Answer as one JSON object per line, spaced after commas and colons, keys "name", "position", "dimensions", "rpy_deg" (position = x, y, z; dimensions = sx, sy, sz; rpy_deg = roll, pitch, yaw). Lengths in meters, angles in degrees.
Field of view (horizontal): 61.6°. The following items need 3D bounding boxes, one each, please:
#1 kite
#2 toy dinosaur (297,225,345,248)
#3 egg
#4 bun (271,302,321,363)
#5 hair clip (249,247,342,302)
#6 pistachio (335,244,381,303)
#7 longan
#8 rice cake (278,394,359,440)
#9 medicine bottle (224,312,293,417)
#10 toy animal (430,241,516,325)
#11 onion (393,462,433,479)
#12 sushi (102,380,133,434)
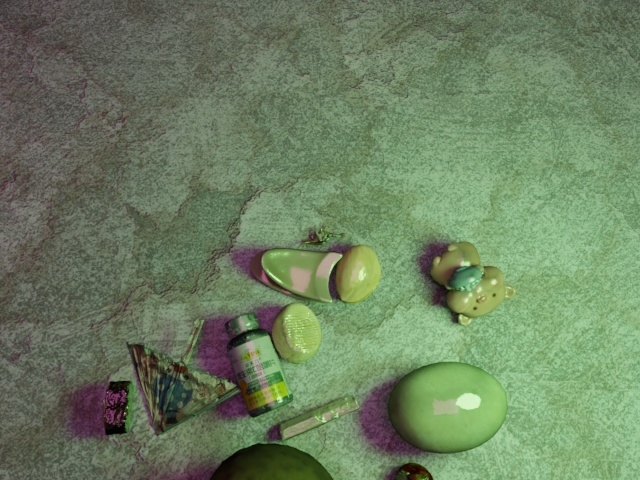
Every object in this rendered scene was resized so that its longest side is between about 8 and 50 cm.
{"name": "kite", "position": [-0.427, 0.405, 1.604], "dimensions": [0.406, 0.014, 0.368], "rpy_deg": [18, 84, 14]}
{"name": "toy dinosaur", "position": [-0.005, -0.014, 1.816], "dimensions": [0.180, 0.037, 0.058], "rpy_deg": [-19, 70, -12]}
{"name": "egg", "position": [0.373, 0.488, 1.578], "dimensions": [0.352, 0.258, 0.258], "rpy_deg": [0, 72, -7]}
{"name": "bun", "position": [-0.079, 0.290, 1.660], "dimensions": [0.164, 0.111, 0.188], "rpy_deg": [-4, 65, -43]}
{"name": "hair clip", "position": [-0.089, 0.099, 1.741], "dimensions": [0.282, 0.113, 0.172], "rpy_deg": [14, 73, -6]}
{"name": "pistachio", "position": [0.122, 0.108, 1.745], "dimensions": [0.145, 0.117, 0.200], "rpy_deg": [12, 70, 11]}
{"name": "longan", "position": [-0.132, 0.730, 1.390], "dimensions": [0.391, 0.391, 0.391], "rpy_deg": [2, 72, -5]}
{"name": "rice cake", "position": [-0.004, 0.537, 1.624], "dimensions": [0.256, 0.057, 0.052], "rpy_deg": [-20, 101, -11]}
{"name": "medicine bottle", "position": [-0.194, 0.369, 1.616], "dimensions": [0.141, 0.141, 0.293], "rpy_deg": [-20, 74, -12]}
{"name": "toy animal", "position": [0.473, 0.129, 1.750], "dimensions": [0.210, 0.229, 0.221], "rpy_deg": [-39, 35, 11]}
{"name": "onion", "position": [0.282, 0.711, 1.572], "dimensions": [0.119, 0.118, 0.117], "rpy_deg": [-14, 63, -10]}
{"name": "sushi", "position": [-0.591, 0.487, 1.564], "dimensions": [0.078, 0.090, 0.150], "rpy_deg": [0, 70, -10]}
